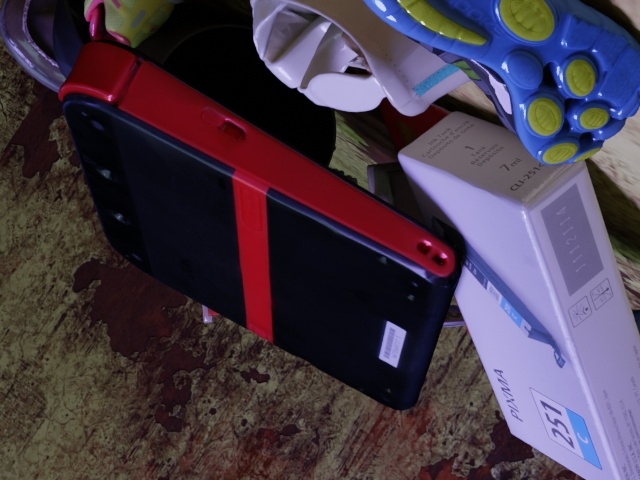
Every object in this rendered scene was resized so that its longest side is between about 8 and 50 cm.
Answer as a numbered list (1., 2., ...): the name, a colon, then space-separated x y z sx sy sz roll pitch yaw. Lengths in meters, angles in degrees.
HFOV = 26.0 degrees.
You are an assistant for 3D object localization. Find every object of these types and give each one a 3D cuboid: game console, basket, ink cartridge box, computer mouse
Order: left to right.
1. computer mouse: -0.237 -0.221 1.295 0.071 0.041 0.242 44 -160 -46
2. basket: -0.117 -0.146 1.320 0.204 0.154 0.227 39 179 -36
3. game console: -0.049 0.000 1.161 0.342 0.060 0.386 28 161 9
4. ink cartridge box: 0.132 0.033 1.062 0.261 0.066 0.296 30 151 52

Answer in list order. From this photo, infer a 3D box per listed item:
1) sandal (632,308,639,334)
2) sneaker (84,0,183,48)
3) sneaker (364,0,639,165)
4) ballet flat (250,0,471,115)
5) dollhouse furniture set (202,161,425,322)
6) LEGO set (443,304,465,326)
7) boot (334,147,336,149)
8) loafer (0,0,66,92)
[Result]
1. sandal: 0.311 0.166 1.134 0.138 0.126 0.317 13 131 57
2. sneaker: -0.183 -0.218 1.244 0.081 0.094 0.208 31 -179 -21
3. sneaker: 0.075 -0.095 0.587 0.188 0.067 0.078 32 -159 -39
4. ballet flat: 0.006 -0.116 0.766 0.086 0.086 0.248 33 179 -29
5. dollhouse furniture set: 0.000 0.000 1.430 0.259 0.135 0.262 -6 -175 -3
6. LEGO set: 0.169 0.039 1.499 0.244 0.060 0.182 -2 -162 -24
7. boot: -0.084 -0.097 1.945 0.083 0.161 0.246 34 178 -26
8. loafer: -0.198 -0.216 1.646 0.366 0.134 0.130 23 159 -23
